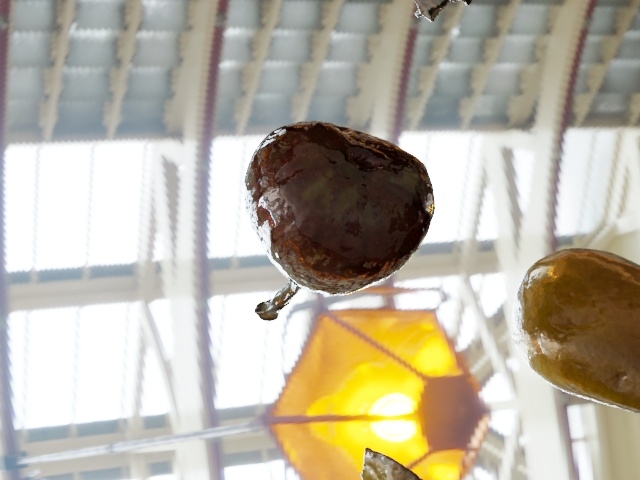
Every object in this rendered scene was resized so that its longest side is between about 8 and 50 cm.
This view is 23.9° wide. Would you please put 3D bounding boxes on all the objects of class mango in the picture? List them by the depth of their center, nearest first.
[{"bbox_3d":[0.258,0.087,1.308,0.147,0.227,0.109,-23,-50,-24],"label":"mango"}]

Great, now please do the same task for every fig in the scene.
[{"bbox_3d":[0.004,-0.017,1.289,0.160,0.231,0.143,12,-106,-10],"label":"fig"}]

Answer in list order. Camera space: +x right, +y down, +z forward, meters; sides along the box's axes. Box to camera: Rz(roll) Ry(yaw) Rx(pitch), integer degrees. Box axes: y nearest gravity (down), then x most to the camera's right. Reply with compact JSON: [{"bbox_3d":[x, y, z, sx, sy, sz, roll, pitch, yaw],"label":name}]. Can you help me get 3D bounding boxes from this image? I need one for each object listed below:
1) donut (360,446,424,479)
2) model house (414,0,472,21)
[{"bbox_3d":[0.119,0.313,1.261,0.112,0.151,0.295,-50,-47,-14],"label":"donut"},{"bbox_3d":[0.104,-0.351,1.326,0.271,0.178,0.206,52,-135,-12],"label":"model house"}]
